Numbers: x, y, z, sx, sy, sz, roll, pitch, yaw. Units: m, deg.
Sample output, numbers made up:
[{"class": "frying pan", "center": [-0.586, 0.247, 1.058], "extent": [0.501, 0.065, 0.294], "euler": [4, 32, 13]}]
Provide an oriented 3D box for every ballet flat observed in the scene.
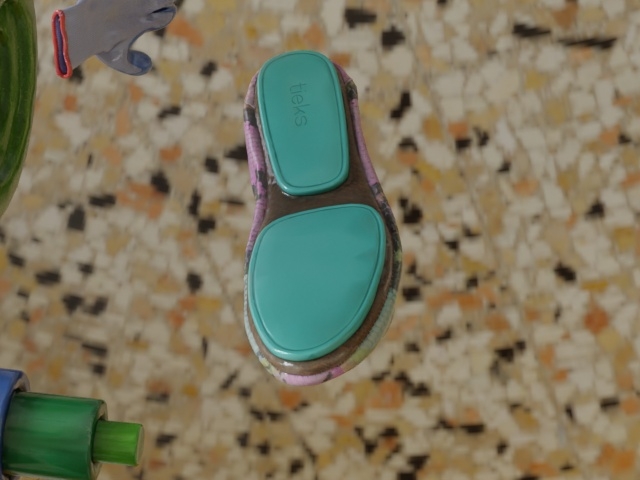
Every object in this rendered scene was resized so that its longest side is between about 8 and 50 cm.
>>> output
[{"class": "ballet flat", "center": [0.000, 0.000, 0.883], "extent": [0.077, 0.221, 0.079], "euler": [-10, 135, 2]}]

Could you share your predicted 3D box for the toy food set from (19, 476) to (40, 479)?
[{"class": "toy food set", "center": [-0.162, 0.123, 0.872], "extent": [0.020, 0.083, 0.082], "euler": [49, 155, -7]}]

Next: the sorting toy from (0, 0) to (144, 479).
[{"class": "sorting toy", "center": [-0.080, -0.072, 0.659], "extent": [0.126, 0.365, 0.127], "euler": [6, 155, 5]}]

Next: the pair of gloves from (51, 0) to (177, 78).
[{"class": "pair of gloves", "center": [-0.127, -0.192, 1.167], "extent": [0.023, 0.159, 0.198], "euler": [13, 120, 21]}]
